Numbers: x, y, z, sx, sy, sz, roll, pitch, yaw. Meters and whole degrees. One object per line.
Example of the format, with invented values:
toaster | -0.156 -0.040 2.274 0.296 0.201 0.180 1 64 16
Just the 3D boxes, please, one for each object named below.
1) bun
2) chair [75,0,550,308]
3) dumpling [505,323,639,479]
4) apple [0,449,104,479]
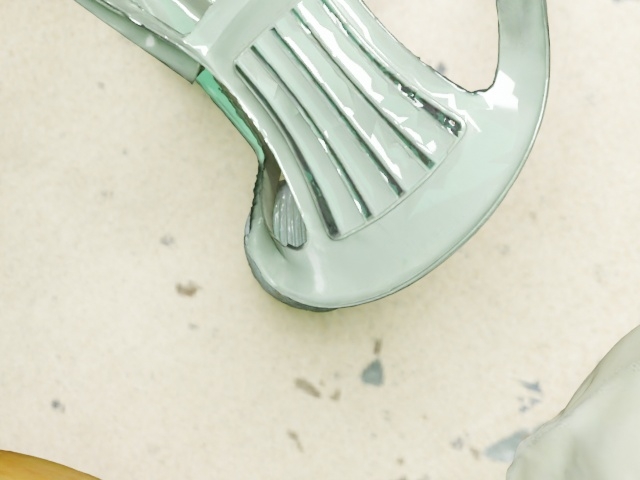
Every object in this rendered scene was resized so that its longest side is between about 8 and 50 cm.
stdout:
bun | 0.000 0.000 1.028 0.083 0.045 0.083 4 104 18
chair | -0.023 -0.124 0.928 0.275 0.190 0.203 43 115 -9
dumpling | 0.207 0.104 0.925 0.250 0.132 0.162 -28 82 11
apple | -0.177 0.240 1.059 0.241 0.242 0.242 15 108 17
